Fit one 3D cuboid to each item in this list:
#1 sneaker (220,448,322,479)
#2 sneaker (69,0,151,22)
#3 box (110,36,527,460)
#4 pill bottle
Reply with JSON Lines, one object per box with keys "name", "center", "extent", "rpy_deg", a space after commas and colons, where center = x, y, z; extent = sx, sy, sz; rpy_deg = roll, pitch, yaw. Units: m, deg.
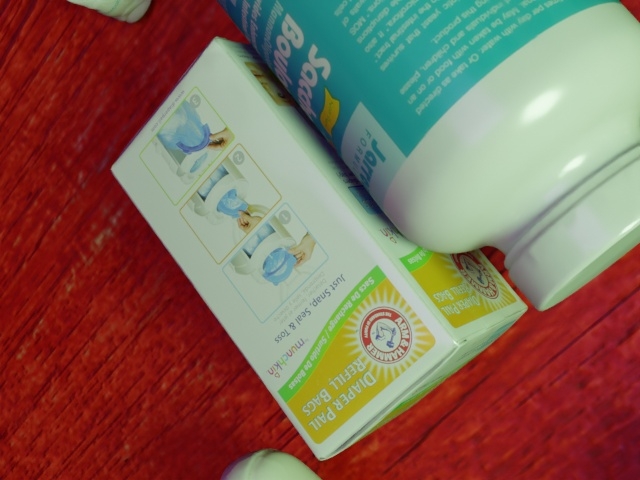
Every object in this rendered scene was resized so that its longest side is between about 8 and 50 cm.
{"name": "sneaker", "center": [0.065, 0.219, 0.521], "extent": [0.123, 0.106, 0.290], "rpy_deg": [-40, 85, 24]}
{"name": "sneaker", "center": [-0.169, -0.217, 0.636], "extent": [0.053, 0.061, 0.152], "rpy_deg": [-38, 74, 30]}
{"name": "box", "center": [0.000, 0.000, 0.523], "extent": [0.103, 0.114, 0.203], "rpy_deg": [-45, 73, 25]}
{"name": "pill bottle", "center": [0.058, -0.096, 0.460], "extent": [0.146, 0.146, 0.264], "rpy_deg": [-46, 71, 26]}
